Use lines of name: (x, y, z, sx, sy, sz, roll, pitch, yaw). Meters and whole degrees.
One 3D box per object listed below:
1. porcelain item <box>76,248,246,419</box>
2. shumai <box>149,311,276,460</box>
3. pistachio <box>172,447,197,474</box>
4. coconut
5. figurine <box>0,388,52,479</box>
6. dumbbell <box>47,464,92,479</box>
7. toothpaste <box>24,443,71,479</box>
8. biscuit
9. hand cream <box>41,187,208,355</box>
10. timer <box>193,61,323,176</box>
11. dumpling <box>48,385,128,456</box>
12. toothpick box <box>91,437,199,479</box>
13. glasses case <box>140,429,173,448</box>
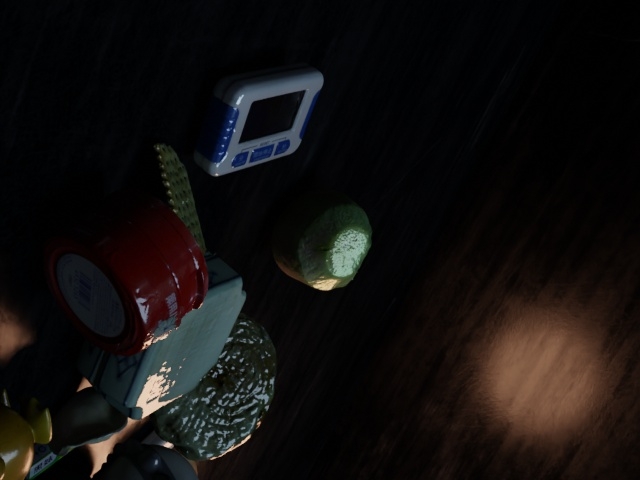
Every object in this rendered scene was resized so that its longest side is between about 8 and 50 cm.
porcelain item: (-0.287, 0.156, 1.776, 0.281, 0.157, 0.286, -22, 143, -58)
shumai: (-0.264, 0.288, 2.100, 0.309, 0.304, 0.263, -38, -168, -23)
pistachio: (-0.351, 0.568, 2.390, 0.145, 0.117, 0.200, -58, 164, -12)
coconut: (0.000, 0.000, 2.196, 0.205, 0.236, 0.236, -21, 147, -23)
figurine: (-0.518, 0.317, 1.413, 0.228, 0.215, 0.215, -1, 124, -53)
dumbbell: (-0.515, 0.489, 1.846, 0.100, 0.100, 0.191, -60, 163, 10)
toothpaste: (-0.488, 0.379, 1.831, 0.178, 0.037, 0.043, -36, 154, -49)
biscuit: (-0.226, -0.063, 1.600, 0.144, 0.016, 0.203, -56, 132, -80)
hand cream: (-0.294, 0.048, 1.467, 0.149, 0.230, 0.230, -37, 154, -38)
timer: (-0.111, -0.218, 1.705, 0.253, 0.078, 0.178, -22, 141, -51)
dumpling: (-0.405, 0.323, 1.789, 0.169, 0.134, 0.099, -17, 106, -44)
toothpick box: (-0.374, 0.525, 1.985, 0.229, 0.229, 0.316, -39, 177, -45)
glasses case: (-0.376, 0.470, 2.263, 0.197, 0.049, 0.076, -37, 155, -46)
